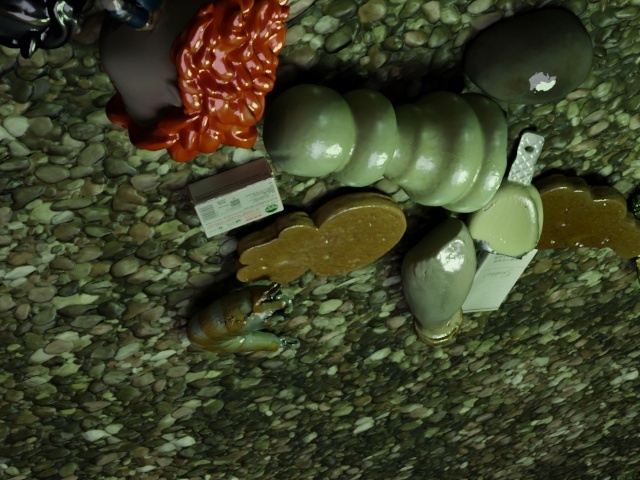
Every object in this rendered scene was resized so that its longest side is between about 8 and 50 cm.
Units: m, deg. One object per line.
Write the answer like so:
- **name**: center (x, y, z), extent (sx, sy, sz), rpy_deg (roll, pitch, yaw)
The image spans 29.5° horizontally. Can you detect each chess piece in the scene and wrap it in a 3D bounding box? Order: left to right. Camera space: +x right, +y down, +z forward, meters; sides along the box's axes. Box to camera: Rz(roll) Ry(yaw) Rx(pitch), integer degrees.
- **chess piece**: center (0.078, -0.141, 1.684), extent (0.330, 0.182, 0.182), rpy_deg (6, 139, -27)

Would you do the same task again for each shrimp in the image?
- **shrimp**: center (-0.133, 0.153, 2.052), extent (0.185, 0.068, 0.287), rpy_deg (-7, 155, 0)

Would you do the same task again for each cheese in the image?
- **cheese**: center (0.321, -0.079, 1.996), extent (0.127, 0.054, 0.251), rpy_deg (12, 132, 0)

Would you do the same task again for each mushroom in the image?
- **mushroom**: center (0.206, 0.074, 2.109), extent (0.128, 0.128, 0.350), rpy_deg (-18, 151, -6)
- **mushroom**: center (0.301, -0.246, 1.710), extent (0.188, 0.117, 0.141), rpy_deg (-12, 135, -7)

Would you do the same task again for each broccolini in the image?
- **broccolini**: center (0.596, -0.109, 2.145), extent (0.054, 0.051, 0.239), rpy_deg (27, 140, 7)

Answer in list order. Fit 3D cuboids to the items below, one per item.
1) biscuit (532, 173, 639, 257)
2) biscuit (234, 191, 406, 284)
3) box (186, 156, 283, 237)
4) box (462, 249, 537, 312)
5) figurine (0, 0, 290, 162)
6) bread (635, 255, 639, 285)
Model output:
- **biscuit**: center (0.465, -0.034, 2.142), extent (0.320, 0.047, 0.183), rpy_deg (14, 143, -28)
- **biscuit**: center (0.000, -0.001, 1.945), extent (0.289, 0.044, 0.202), rpy_deg (-14, 149, -11)
- **box**: center (-0.124, -0.063, 1.778), extent (0.125, 0.043, 0.089), rpy_deg (-20, 148, -4)
- **box**: center (0.318, 0.065, 2.246), extent (0.109, 0.029, 0.198), rpy_deg (-4, 143, -26)
- **figurine**: center (-0.202, -0.259, 1.299), extent (0.412, 0.241, 0.306), rpy_deg (25, 118, -37)
- **bread**: center (0.687, 0.041, 2.362), extent (0.187, 0.103, 0.065), rpy_deg (-32, 147, 19)
